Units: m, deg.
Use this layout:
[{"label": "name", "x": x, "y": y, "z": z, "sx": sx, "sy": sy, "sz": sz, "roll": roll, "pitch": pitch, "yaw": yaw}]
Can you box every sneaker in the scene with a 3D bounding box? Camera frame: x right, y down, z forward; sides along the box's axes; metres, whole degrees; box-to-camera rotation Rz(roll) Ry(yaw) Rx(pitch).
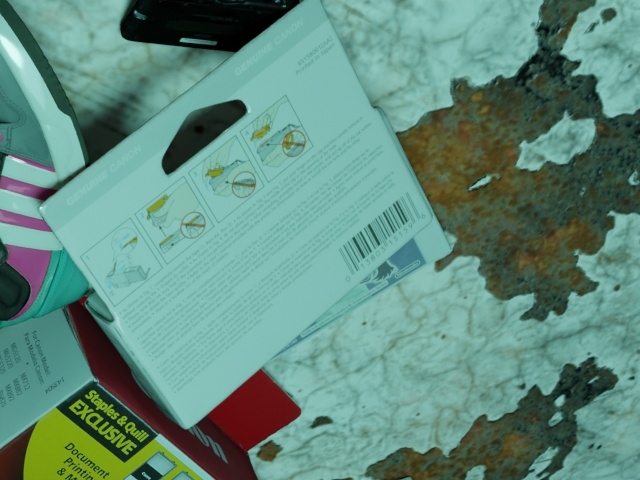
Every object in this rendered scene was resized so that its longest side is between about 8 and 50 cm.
[{"label": "sneaker", "x": -0.266, "y": -0.037, "z": 1.114, "sx": 0.178, "sy": 0.124, "sz": 0.295, "roll": -31, "pitch": 136, "yaw": -20}]

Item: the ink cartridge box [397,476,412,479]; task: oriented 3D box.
[{"label": "ink cartridge box", "x": 0.014, "y": 0.346, "z": 1.593, "sx": 0.203, "sy": 0.086, "sz": 0.148, "roll": -14, "pitch": 131, "yaw": -18}]

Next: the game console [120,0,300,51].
[{"label": "game console", "x": -0.081, "y": -0.199, "z": 1.155, "sx": 0.122, "sy": 0.071, "sz": 0.107, "roll": 2, "pitch": 155, "yaw": -28}]

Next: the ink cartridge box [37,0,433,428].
[{"label": "ink cartridge box", "x": -0.067, "y": -0.025, "z": 1.203, "sx": 0.275, "sy": 0.060, "sz": 0.239, "roll": -40, "pitch": 124, "yaw": -15}]

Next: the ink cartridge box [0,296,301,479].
[{"label": "ink cartridge box", "x": -0.174, "y": 0.192, "z": 1.339, "sx": 0.272, "sy": 0.130, "sz": 0.309, "roll": -37, "pitch": 133, "yaw": 6}]

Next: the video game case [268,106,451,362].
[{"label": "video game case", "x": 0.000, "y": 0.000, "z": 1.349, "sx": 0.201, "sy": 0.023, "sz": 0.183, "roll": -31, "pitch": 134, "yaw": -1}]
